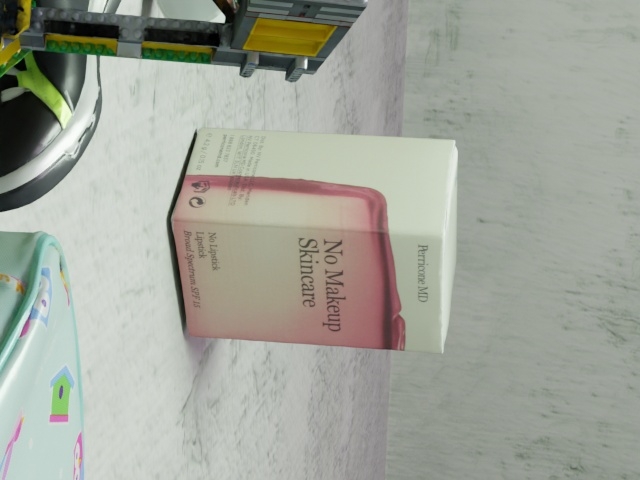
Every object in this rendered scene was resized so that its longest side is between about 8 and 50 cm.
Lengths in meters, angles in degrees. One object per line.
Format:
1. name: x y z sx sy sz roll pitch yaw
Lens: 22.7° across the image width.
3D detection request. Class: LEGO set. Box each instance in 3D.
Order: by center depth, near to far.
1. LEGO set: -0.077 -0.216 0.711 0.192 0.255 0.331 153 -50 -81

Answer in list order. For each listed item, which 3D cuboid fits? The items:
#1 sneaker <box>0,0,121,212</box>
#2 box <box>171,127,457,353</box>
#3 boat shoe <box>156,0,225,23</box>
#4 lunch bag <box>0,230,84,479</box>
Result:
1. sneaker: -0.165 -0.124 0.841 0.097 0.084 0.235 48 40 -45
2. box: 0.000 0.000 1.393 0.127 0.232 0.149 -78 168 -46
3. boat shoe: -0.082 -0.246 1.253 0.070 0.077 0.219 75 19 -62
4. lunch bag: -0.182 0.144 0.663 0.279 0.107 0.224 -73 170 -49
